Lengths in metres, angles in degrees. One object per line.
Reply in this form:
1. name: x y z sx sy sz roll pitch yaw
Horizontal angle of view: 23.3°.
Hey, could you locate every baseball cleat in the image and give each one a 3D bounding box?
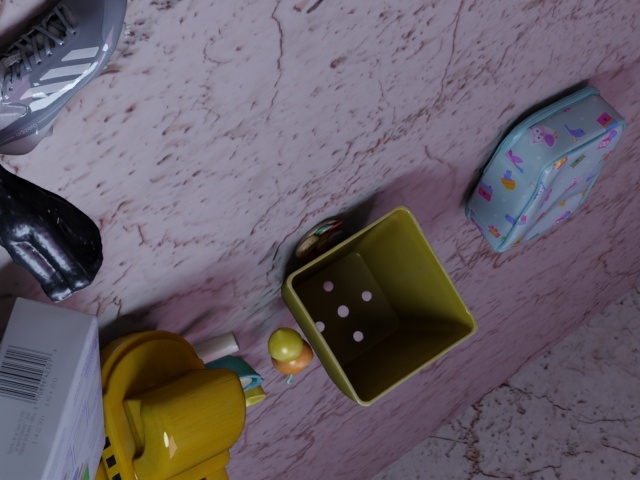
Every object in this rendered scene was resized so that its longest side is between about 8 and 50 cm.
1. baseball cleat: -0.248 -0.154 1.352 0.109 0.072 0.206 7 126 -49

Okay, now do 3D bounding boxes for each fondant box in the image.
1. fondant box: -0.318 0.250 1.729 0.330 0.096 0.238 98 5 -58

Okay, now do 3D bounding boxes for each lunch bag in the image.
1. lunch bag: 0.357 -0.111 2.466 0.224 0.108 0.279 -31 160 -30

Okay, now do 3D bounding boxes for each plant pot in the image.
1. plant pot: 0.062 0.099 2.254 0.212 0.212 0.187 -32 -176 -18

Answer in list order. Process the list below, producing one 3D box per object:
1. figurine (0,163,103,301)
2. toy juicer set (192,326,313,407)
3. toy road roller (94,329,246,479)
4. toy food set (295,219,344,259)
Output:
1. figurine: -0.339 -0.008 1.381 0.215 0.092 0.209 -30 129 11
2. toy juicer set: -0.123 0.200 2.261 0.209 0.089 0.329 -27 164 23
3. toy road roller: -0.200 0.278 2.004 0.202 0.329 0.240 -22 -170 -38
4. toy food set: 0.000 0.000 2.206 0.082 0.020 0.083 -38 160 -4
